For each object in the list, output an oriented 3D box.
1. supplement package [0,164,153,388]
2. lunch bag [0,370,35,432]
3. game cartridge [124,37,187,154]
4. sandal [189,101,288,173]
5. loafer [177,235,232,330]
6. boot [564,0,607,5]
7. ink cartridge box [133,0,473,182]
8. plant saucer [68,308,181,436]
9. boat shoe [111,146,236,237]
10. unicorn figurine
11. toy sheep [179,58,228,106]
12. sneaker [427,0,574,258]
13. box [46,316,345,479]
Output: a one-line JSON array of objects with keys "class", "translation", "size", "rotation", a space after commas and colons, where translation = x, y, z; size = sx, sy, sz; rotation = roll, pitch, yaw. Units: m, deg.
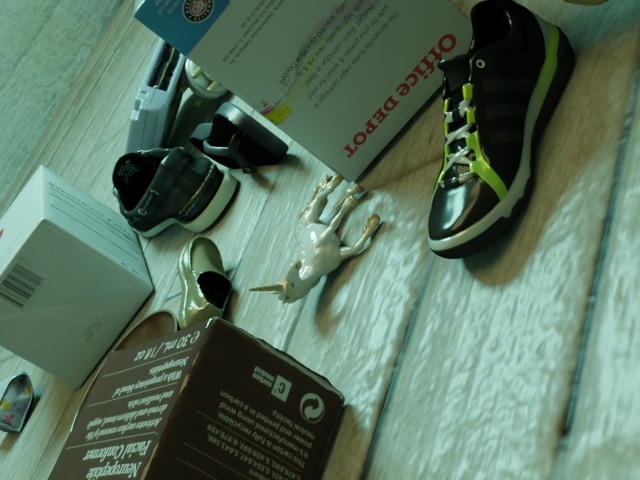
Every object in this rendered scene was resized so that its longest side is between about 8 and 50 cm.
[{"class": "supplement package", "translation": [-0.369, 0.040, 1.378], "size": [0.177, 0.175, 0.293], "rotation": [-53, 23, 5]}, {"class": "lunch bag", "translation": [-0.445, 0.232, 1.414], "size": [0.071, 0.053, 0.083], "rotation": [-20, 50, 55]}, {"class": "game cartridge", "translation": [-0.261, -0.222, 1.593], "size": [0.294, 0.060, 0.196], "rotation": [-82, 13, -46]}, {"class": "sandal", "translation": [-0.108, -0.111, 1.212], "size": [0.054, 0.097, 0.254], "rotation": [-58, 13, -11]}, {"class": "loafer", "translation": [-0.122, 0.046, 1.067], "size": [0.050, 0.056, 0.148], "rotation": [-40, 37, 27]}, {"class": "boot", "translation": [0.196, -0.271, 0.753], "size": [0.211, 0.104, 0.295], "rotation": [-34, 40, -18]}, {"class": "ink cartridge box", "translation": [-0.017, -0.235, 0.979], "size": [0.198, 0.270, 0.197], "rotation": [-48, 23, 14]}, {"class": "plant saucer", "translation": [-0.206, 0.168, 1.076], "size": [0.198, 0.036, 0.198], "rotation": [-42, 25, 25]}, {"class": "boat shoe", "translation": [-0.232, -0.078, 1.360], "size": [0.127, 0.113, 0.340], "rotation": [-58, 24, -8]}, {"class": "unicorn figurine", "translation": [0.000, 0.000, 0.907], "size": [0.111, 0.060, 0.162], "rotation": [-49, 8, 13]}, {"class": "toy sheep", "translation": [-0.173, -0.264, 1.541], "size": [0.132, 0.091, 0.091], "rotation": [-21, 39, 57]}, {"class": "sneaker", "translation": [0.116, -0.096, 0.756], "size": [0.084, 0.097, 0.234], "rotation": [-19, 41, 53]}, {"class": "box", "translation": [-0.142, 0.259, 0.708], "size": [0.191, 0.143, 0.381], "rotation": [-22, 40, 50]}]
